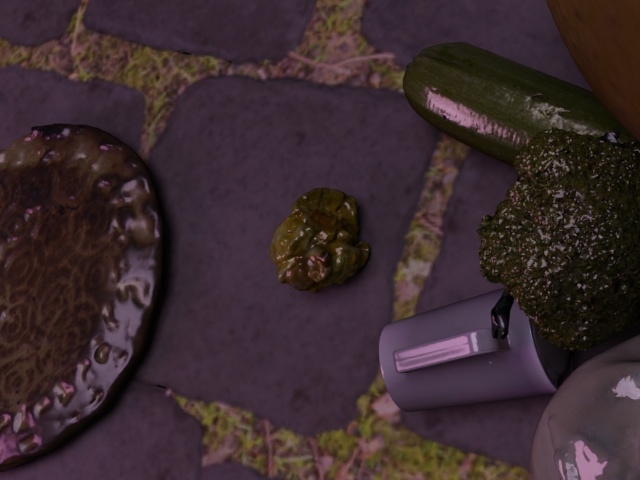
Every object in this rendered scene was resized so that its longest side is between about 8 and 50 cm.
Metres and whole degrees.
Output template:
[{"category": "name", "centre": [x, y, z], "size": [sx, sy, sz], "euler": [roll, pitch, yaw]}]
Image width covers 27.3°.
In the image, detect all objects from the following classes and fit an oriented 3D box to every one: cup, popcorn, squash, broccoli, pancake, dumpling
[{"category": "cup", "centre": [0.095, 0.070, 0.837], "size": [0.116, 0.104, 0.074], "euler": [-14, 82, 26]}, {"category": "popcorn", "centre": [-0.003, -0.002, 0.936], "size": [0.068, 0.059, 0.083], "euler": [18, 74, 30]}, {"category": "squash", "centre": [0.154, -0.074, 0.875], "size": [0.239, 0.069, 0.069], "euler": [26, 86, 29]}, {"category": "broccoli", "centre": [0.151, -0.002, 0.775], "size": [0.120, 0.130, 0.131], "euler": [-165, 72, -63]}, {"category": "pancake", "centre": [-0.247, 0.043, 1.062], "size": [0.286, 0.033, 0.288], "euler": [-7, 70, 27]}, {"category": "dumpling", "centre": [0.185, 0.125, 0.748], "size": [0.124, 0.151, 0.229], "euler": [19, 80, 4]}]

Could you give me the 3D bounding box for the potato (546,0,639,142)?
[{"category": "potato", "centre": [0.321, -0.158, 0.704], "size": [0.385, 0.319, 0.442], "euler": [-27, 43, -33]}]
